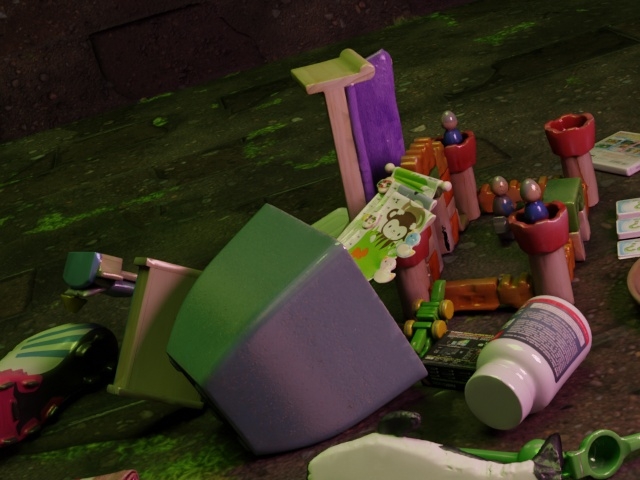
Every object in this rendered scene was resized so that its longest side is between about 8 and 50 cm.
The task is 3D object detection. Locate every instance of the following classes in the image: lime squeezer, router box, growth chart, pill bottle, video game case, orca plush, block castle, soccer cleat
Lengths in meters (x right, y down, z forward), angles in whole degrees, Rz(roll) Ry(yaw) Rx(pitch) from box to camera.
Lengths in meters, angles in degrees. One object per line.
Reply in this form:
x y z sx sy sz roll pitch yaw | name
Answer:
0.293 0.246 1.297 0.310 0.059 0.110 -12 -8 13 | lime squeezer
0.206 0.165 1.547 0.122 0.038 0.092 3 29 39 | router box
0.091 -0.017 1.668 0.172 0.021 0.237 16 59 49 | growth chart
0.261 0.157 1.436 0.108 0.108 0.180 3 28 38 | pill bottle
0.570 -0.165 2.121 0.143 0.019 0.157 -26 23 -24 | video game case
0.135 0.261 1.283 0.287 0.151 0.102 -19 -13 17 | orca plush
0.278 -0.068 1.828 0.303 0.213 0.453 -6 24 23 | block castle
-0.463 0.224 1.767 0.143 0.116 0.331 6 23 36 | soccer cleat

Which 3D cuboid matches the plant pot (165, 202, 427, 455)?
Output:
-0.059 0.140 1.534 0.252 0.247 0.248 -40 28 -13 | plant pot

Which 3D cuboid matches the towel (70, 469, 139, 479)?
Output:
-0.419 0.384 1.452 0.329 0.037 0.237 -10 22 16 | towel

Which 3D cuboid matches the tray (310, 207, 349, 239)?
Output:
0.000 0.000 2.099 0.145 0.030 0.270 7 31 46 | tray

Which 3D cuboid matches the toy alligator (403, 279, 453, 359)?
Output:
0.153 0.141 1.626 0.056 0.051 0.189 -1 48 33 | toy alligator

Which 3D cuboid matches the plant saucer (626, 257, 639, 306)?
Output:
0.568 0.054 1.566 0.278 0.041 0.278 -14 23 6 | plant saucer

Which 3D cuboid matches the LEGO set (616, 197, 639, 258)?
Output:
0.588 -0.048 1.780 0.244 0.060 0.182 -8 27 18 | LEGO set

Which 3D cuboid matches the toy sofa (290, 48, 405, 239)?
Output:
0.080 -0.134 1.916 0.177 0.362 0.150 -14 21 -5 | toy sofa

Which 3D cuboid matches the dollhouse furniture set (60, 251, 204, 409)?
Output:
-0.246 0.145 1.771 0.286 0.198 0.303 16 -7 -30 | dollhouse furniture set
